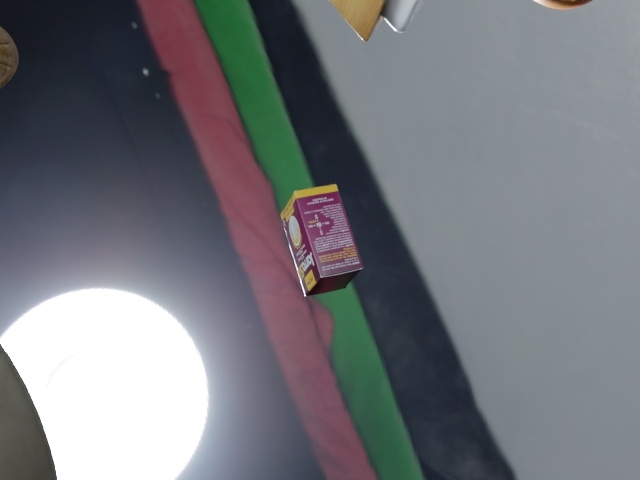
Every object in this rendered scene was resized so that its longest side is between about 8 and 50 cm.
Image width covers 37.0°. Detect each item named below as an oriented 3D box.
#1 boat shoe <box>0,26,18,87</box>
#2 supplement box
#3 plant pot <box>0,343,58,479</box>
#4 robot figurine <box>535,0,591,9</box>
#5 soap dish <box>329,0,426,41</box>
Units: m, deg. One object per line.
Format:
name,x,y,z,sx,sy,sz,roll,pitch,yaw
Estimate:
boat shoe,-0.558,-0.173,1.254,0.341,0.110,0.121,-38,-62,-29
supplement box,0.000,0.000,0.851,0.043,0.055,0.083,-11,-108,-22
plant pot,-0.333,0.169,0.449,0.323,0.323,0.280,69,-161,-3
robot figurine,0.308,-0.358,1.133,0.219,0.128,0.158,-49,-62,-32
soap dish,0.104,-0.372,0.995,0.118,0.229,0.291,26,-137,3
